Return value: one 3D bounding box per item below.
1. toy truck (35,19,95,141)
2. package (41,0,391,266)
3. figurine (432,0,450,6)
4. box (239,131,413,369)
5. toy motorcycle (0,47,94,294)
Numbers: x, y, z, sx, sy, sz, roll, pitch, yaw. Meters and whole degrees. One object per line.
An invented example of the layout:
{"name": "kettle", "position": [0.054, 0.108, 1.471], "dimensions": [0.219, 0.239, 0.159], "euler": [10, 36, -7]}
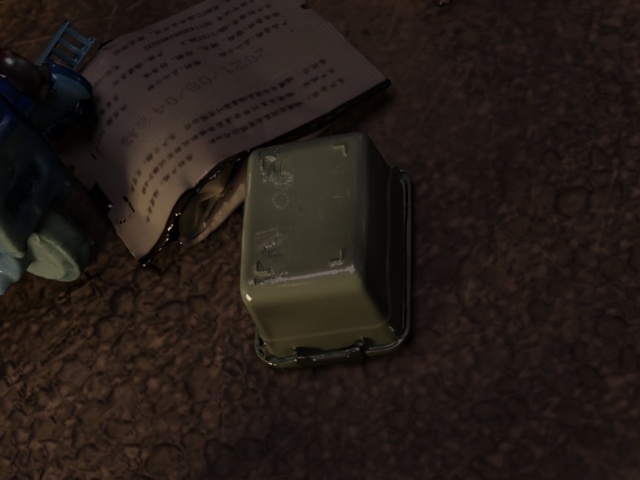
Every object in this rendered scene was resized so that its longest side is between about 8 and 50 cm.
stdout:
{"name": "toy truck", "position": [-0.218, -0.135, 1.509], "dimensions": [0.073, 0.056, 0.090], "euler": [-30, 40, 41]}
{"name": "package", "position": [-0.095, -0.114, 1.496], "dimensions": [0.251, 0.062, 0.204], "euler": [-37, 52, -6]}
{"name": "figurine", "position": [0.151, -0.330, 1.505], "dimensions": [0.256, 0.144, 0.182], "euler": [-36, 31, 0]}
{"name": "box", "position": [0.000, 0.000, 1.360], "dimensions": [0.124, 0.093, 0.172], "euler": [-10, 55, 16]}
{"name": "toy motorcycle", "position": [-0.315, -0.058, 1.388], "dimensions": [0.241, 0.319, 0.182], "euler": [-4, 59, 11]}
